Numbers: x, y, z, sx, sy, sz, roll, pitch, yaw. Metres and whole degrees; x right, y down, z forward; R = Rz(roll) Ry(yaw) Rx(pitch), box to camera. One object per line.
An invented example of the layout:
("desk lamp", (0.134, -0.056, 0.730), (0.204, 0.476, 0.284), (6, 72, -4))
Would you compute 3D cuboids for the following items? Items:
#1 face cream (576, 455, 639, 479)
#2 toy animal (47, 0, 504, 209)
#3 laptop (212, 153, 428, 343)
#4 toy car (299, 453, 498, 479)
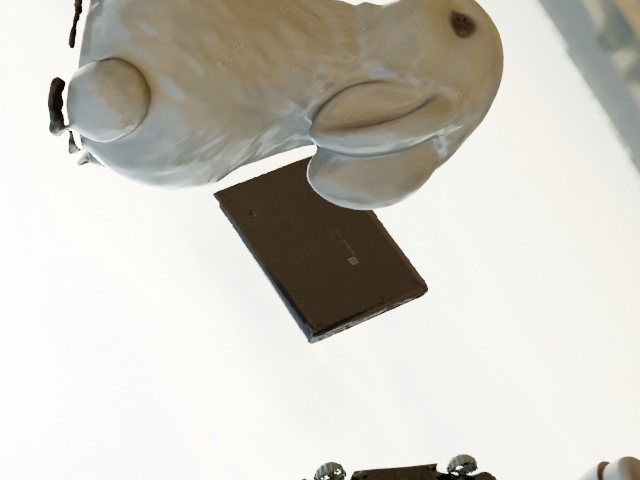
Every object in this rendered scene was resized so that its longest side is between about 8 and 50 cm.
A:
("face cream", (0.322, 0.300, 1.844), (0.117, 0.104, 0.117), (41, -153, -26))
("toy animal", (-0.028, -0.129, 1.375), (0.258, 0.357, 0.194), (-86, -1, -55))
("laptop", (0.000, 0.000, 1.606), (0.197, 0.135, 0.016), (55, 155, 29))
("toy car", (0.064, 0.224, 1.347), (0.056, 0.205, 0.095), (107, 153, -42))
